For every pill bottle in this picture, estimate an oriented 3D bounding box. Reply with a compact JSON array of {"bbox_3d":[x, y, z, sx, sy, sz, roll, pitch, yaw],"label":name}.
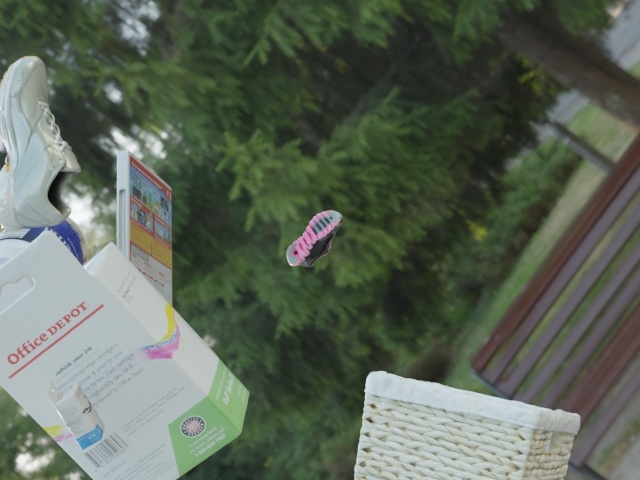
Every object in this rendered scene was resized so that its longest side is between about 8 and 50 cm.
[{"bbox_3d":[-0.496,0.054,1.898,0.153,0.153,0.264,-55,8,18],"label":"pill bottle"}]

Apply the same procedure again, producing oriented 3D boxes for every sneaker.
[{"bbox_3d":[0.000,0.000,1.819,0.119,0.057,0.047,-45,45,23],"label":"sneaker"},{"bbox_3d":[-0.411,-0.144,1.688,0.099,0.121,0.262,-5,-82,-75],"label":"sneaker"}]

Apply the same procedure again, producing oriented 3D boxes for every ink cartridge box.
[{"bbox_3d":[-0.294,0.204,1.359,0.028,0.083,0.048,-29,13,0],"label":"ink cartridge box"},{"bbox_3d":[-0.283,0.151,1.454,0.207,0.353,0.119,-36,14,15],"label":"ink cartridge box"}]

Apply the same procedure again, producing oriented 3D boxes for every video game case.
[{"bbox_3d":[-0.317,0.004,2.051,0.204,0.025,0.285,48,-143,-66],"label":"video game case"}]

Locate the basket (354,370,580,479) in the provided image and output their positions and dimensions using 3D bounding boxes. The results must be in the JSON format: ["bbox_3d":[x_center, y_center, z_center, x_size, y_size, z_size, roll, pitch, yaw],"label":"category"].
[{"bbox_3d":[0.260,0.402,2.056,0.328,0.331,0.266,22,-100,-62],"label":"basket"}]
